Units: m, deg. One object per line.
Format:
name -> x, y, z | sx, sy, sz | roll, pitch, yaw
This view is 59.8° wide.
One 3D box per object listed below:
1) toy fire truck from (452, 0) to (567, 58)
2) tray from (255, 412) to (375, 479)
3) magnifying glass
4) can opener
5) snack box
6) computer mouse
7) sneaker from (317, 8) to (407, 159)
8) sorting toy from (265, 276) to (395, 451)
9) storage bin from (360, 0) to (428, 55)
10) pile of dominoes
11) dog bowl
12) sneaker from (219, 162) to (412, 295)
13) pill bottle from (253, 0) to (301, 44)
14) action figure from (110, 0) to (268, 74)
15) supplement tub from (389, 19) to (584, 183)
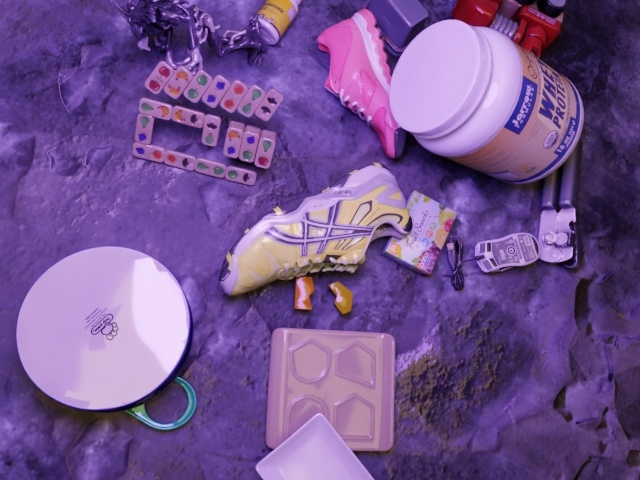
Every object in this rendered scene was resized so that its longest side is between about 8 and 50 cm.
toy fire truck -> 0.373, -0.421, 1.174 | 0.217, 0.158, 0.246 | 24, 65, -6
tray -> 0.025, 0.443, 0.952 | 0.145, 0.030, 0.270 | -38, 88, -10
magnifying glass -> -0.330, 0.272, 0.955 | 0.231, 0.026, 0.092 | 8, 78, -11
can opener -> 0.506, -0.080, 1.168 | 0.093, 0.074, 0.280 | 18, 75, -43
snack box -> 0.196, -0.014, 1.102 | 0.100, 0.037, 0.141 | 27, 76, -3
computer mouse -> 0.347, 0.033, 1.122 | 0.193, 0.042, 0.105 | -9, 76, -7
sneaker -> 0.082, -0.297, 1.116 | 0.136, 0.116, 0.313 | -17, 81, 3
sorting toy -> 0.021, 0.224, 1.026 | 0.229, 0.041, 0.307 | 4, 78, -6
storage bin -> 0.154, -0.468, 1.155 | 0.098, 0.091, 0.135 | -39, 87, -15
pile of dominoes -> -0.204, -0.200, 0.995 | 0.251, 0.195, 0.040 | 13, 33, -9
dog bowl -> -0.346, 0.147, 0.919 | 0.265, 0.104, 0.264 | 3, 73, -10
sneaker -> 0.000, 0.000, 0.998 | 0.385, 0.145, 0.147 | -31, 74, -13
pill bottle -> -0.085, -0.458, 1.120 | 0.065, 0.065, 0.116 | 32, 74, -4
action figure -> -0.240, -0.364, 1.007 | 0.276, 0.164, 0.140 | 2, 115, -26
supplement tub -> 0.303, -0.245, 1.016 | 0.316, 0.228, 0.228 | 12, 75, -38
